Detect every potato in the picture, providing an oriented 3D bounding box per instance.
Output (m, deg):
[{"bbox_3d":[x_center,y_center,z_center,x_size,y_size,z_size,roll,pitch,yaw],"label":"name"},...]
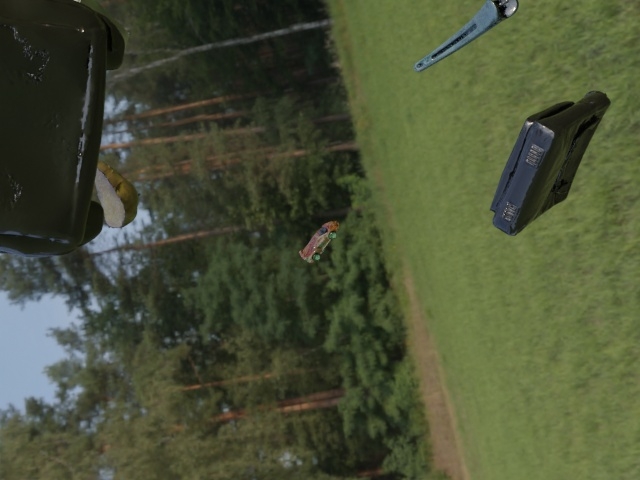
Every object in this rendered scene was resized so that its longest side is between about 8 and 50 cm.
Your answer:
[{"bbox_3d":[-0.471,-0.118,1.651,0.089,0.101,0.171,-34,-57,-43],"label":"potato"}]

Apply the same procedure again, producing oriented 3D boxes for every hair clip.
[{"bbox_3d":[0.254,-0.363,1.257,0.229,0.070,0.039,-31,86,54],"label":"hair clip"}]

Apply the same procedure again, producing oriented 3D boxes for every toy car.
[{"bbox_3d":[0.000,0.000,1.707,0.035,0.122,0.059,31,-171,-27],"label":"toy car"}]

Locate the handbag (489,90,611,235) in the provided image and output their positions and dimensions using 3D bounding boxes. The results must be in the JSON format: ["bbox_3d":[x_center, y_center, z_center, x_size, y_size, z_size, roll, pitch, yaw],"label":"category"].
[{"bbox_3d":[0.457,-0.157,1.397,0.088,0.244,0.275,39,139,31],"label":"handbag"}]

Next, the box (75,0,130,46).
[{"bbox_3d":[-0.672,-0.533,1.771,0.200,0.300,0.106,43,-126,-63],"label":"box"}]

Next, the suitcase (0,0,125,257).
[{"bbox_3d":[-0.443,-0.158,0.885,0.188,0.340,0.345,37,118,57],"label":"suitcase"}]
